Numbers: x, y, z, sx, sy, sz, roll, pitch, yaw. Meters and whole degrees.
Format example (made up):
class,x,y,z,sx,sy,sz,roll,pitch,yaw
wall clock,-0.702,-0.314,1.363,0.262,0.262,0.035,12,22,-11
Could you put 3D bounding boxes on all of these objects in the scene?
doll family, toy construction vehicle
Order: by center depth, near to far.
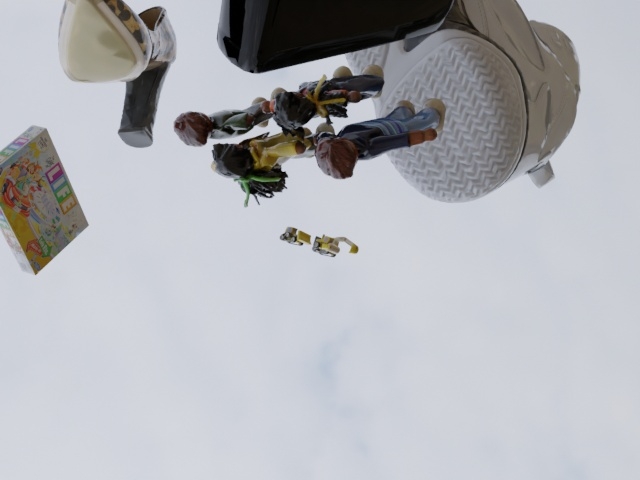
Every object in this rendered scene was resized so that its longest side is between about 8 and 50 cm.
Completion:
class,x,y,z,sx,sy,sz,roll,pitch,yaw
doll family,-0.013,-0.069,0.606,0.111,0.193,0.076,-23,-83,-52
toy construction vehicle,0.000,0.000,1.481,0.086,0.098,0.035,24,-100,-51

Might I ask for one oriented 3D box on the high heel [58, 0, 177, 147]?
class,x,y,z,sx,sy,sz,roll,pitch,yaw
high heel,-0.215,-0.244,1.022,0.261,0.093,0.186,83,-171,-63

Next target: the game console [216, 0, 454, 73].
class,x,y,z,sx,sy,sz,roll,pitch,yaw
game console,-0.061,-0.147,0.365,0.361,0.213,0.044,-20,-127,-31

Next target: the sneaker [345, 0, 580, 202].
class,x,y,z,sx,sy,sz,roll,pitch,yaw
sneaker,0.108,-0.202,0.828,0.210,0.137,0.365,0,-112,-55

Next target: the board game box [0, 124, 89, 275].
class,x,y,z,sx,sy,sz,roll,pitch,yaw
board game box,-0.350,-0.048,1.157,0.103,0.026,0.154,-52,-38,-36
